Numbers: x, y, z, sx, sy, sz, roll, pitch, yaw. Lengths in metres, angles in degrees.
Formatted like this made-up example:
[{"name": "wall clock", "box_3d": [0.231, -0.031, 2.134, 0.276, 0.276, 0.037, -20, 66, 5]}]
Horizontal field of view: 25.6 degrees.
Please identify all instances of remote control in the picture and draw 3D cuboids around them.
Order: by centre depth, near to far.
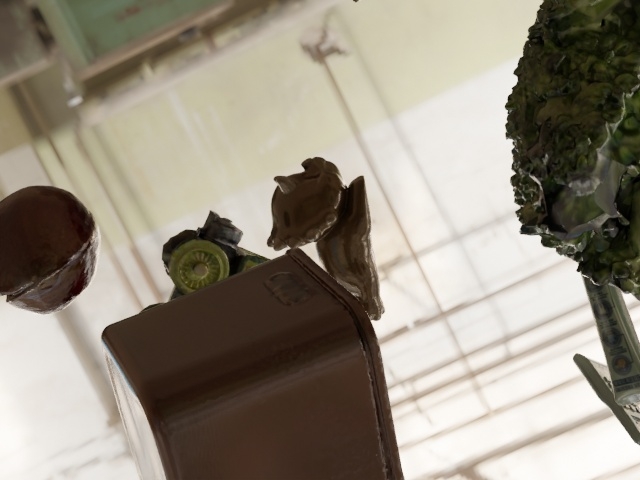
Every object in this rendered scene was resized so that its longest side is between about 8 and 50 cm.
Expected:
[{"name": "remote control", "box_3d": [0.387, 0.211, 1.841, 0.061, 0.162, 0.029, 21, 118, -42]}]

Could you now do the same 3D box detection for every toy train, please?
[{"name": "toy train", "box_3d": [-0.152, 0.098, 1.938, 0.134, 0.177, 0.261, -145, -103, -76]}]

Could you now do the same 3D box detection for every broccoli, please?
[{"name": "broccoli", "box_3d": [0.320, -0.121, 1.422, 0.338, 0.317, 0.277, -43, 158, 1]}]

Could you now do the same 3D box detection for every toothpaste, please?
[{"name": "toothpaste", "box_3d": [0.358, 0.086, 1.747, 0.062, 0.239, 0.039, -22, 171, 36]}]

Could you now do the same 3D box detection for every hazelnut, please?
[{"name": "hazelnut", "box_3d": [-0.426, 0.022, 2.137, 0.208, 0.208, 0.208, -26, -173, 4]}]

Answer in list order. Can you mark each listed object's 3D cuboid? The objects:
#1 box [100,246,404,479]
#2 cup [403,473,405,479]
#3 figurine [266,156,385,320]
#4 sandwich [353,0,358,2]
[{"name": "box", "box_3d": [-0.062, 0.218, 1.438, 0.229, 0.339, 0.239, -19, -156, -16]}, {"name": "cup", "box_3d": [0.068, 0.432, 2.202, 0.166, 0.177, 0.239, -12, -163, -1]}, {"name": "figurine", "box_3d": [-0.001, -0.005, 2.265, 0.173, 0.247, 0.177, -9, -155, 0]}, {"name": "sandwich", "box_3d": [0.081, -0.467, 2.148, 0.117, 0.144, 0.187, -38, -178, 35]}]
